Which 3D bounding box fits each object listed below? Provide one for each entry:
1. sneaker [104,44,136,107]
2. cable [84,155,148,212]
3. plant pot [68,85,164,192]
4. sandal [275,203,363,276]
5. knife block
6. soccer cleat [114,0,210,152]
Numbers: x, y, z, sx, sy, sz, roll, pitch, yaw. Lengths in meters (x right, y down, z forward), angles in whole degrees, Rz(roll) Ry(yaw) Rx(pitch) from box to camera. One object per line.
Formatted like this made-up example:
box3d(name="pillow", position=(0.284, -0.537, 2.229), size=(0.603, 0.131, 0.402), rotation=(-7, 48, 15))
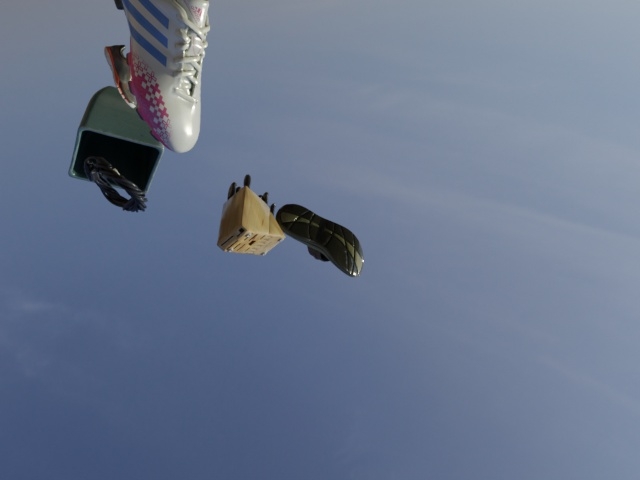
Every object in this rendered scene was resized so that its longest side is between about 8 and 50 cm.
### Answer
box3d(name="sneaker", position=(-0.476, -0.407, 1.524), size=(0.065, 0.157, 0.061), rotation=(-20, -166, -7))
box3d(name="cable", position=(-0.457, -0.120, 1.413), size=(0.151, 0.184, 0.047), rotation=(26, -113, 5))
box3d(name="plant pot", position=(-0.634, -0.339, 1.968), size=(0.248, 0.247, 0.252), rotation=(13, -128, -22))
box3d(name="sandal", position=(-0.001, -0.002, 1.751), size=(0.303, 0.086, 0.120), rotation=(34, -123, -16))
box3d(name="knife block", position=(-0.209, -0.083, 1.630), size=(0.242, 0.088, 0.276), rotation=(57, -161, 18))
box3d(name="soccer cleat", position=(-0.232, -0.305, 0.977), size=(0.143, 0.331, 0.116), rotation=(-5, -163, 25))
